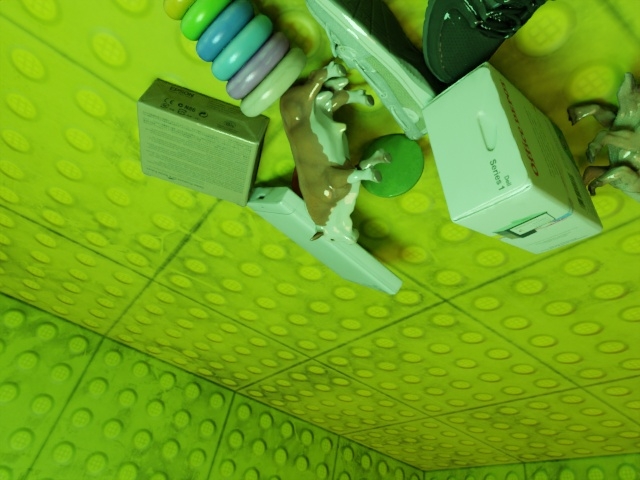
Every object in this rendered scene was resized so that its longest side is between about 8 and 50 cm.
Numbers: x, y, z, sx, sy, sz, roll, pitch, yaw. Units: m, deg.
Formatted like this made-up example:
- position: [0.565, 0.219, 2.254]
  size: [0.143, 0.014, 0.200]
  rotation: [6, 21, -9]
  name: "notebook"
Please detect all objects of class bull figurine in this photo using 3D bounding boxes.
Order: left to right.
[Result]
- position: [0.020, -0.142, 0.745]
  size: [0.188, 0.101, 0.310]
  rotation: [-20, 90, 40]
  name: "bull figurine"

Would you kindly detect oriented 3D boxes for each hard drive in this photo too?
- position: [0.000, 0.000, 0.988]
  size: [0.353, 0.047, 0.233]
  rotation: [37, 167, -27]
  name: "hard drive"

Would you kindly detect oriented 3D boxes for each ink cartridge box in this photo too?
- position: [-0.241, -0.192, 0.879]
  size: [0.235, 0.088, 0.193]
  rotation: [18, 142, -7]
  name: "ink cartridge box"
- position: [0.298, -0.109, 0.660]
  size: [0.278, 0.201, 0.117]
  rotation: [14, 149, -41]
  name: "ink cartridge box"

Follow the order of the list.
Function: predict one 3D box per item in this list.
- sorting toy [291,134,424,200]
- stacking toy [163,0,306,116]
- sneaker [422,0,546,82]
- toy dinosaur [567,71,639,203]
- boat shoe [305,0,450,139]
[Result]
- position: [0.130, -0.123, 0.863]
  size: [0.366, 0.127, 0.126]
  rotation: [-4, 161, 23]
  name: "sorting toy"
- position: [-0.179, -0.350, 0.648]
  size: [0.141, 0.141, 0.330]
  rotation: [-27, 121, 39]
  name: "stacking toy"
- position: [0.237, -0.326, 0.523]
  size: [0.125, 0.139, 0.341]
  rotation: [2, 146, -18]
  name: "sneaker"
- position: [0.527, -0.153, 0.689]
  size: [0.200, 0.127, 0.295]
  rotation: [-13, 122, 19]
  name: "toy dinosaur"
- position: [0.091, -0.274, 0.668]
  size: [0.320, 0.118, 0.103]
  rotation: [30, 139, -32]
  name: "boat shoe"
